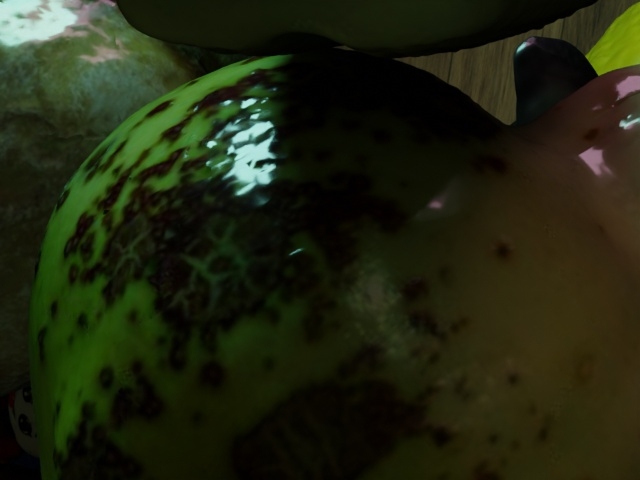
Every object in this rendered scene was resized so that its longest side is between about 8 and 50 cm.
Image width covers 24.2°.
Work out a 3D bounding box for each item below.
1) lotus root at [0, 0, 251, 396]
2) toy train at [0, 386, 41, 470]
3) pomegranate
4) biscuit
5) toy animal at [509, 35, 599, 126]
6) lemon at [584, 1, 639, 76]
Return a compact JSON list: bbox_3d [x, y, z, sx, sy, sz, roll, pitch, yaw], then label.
[{"bbox_3d":[-0.174,0.002,0.593,0.350,0.175,0.175,-30,-2,15],"label":"lotus root"},{"bbox_3d":[-0.066,0.070,0.721,0.204,0.082,0.131,2,12,-40],"label":"toy train"},{"bbox_3d":[0.046,0.034,0.455,0.277,0.222,0.204,-25,17,16],"label":"pomegranate"},{"bbox_3d":[0.035,-0.078,0.453,0.099,0.038,0.322,-1,10,15],"label":"biscuit"},{"bbox_3d":[0.181,-0.003,0.727,0.194,0.302,0.344,9,8,-25],"label":"toy animal"},{"bbox_3d":[0.301,-0.020,0.967,0.336,0.336,0.336,9,7,-1],"label":"lemon"}]
